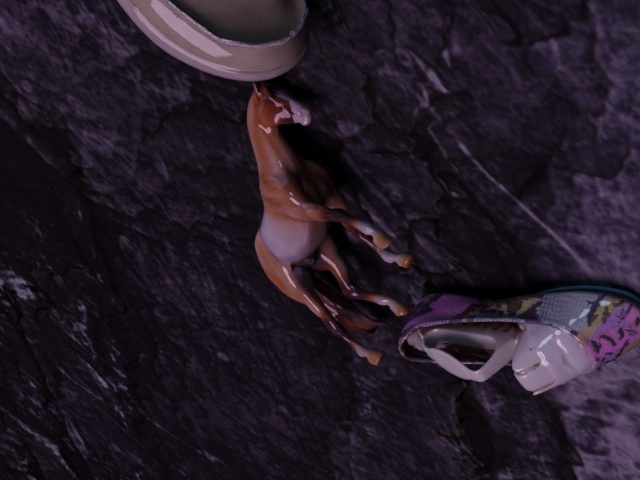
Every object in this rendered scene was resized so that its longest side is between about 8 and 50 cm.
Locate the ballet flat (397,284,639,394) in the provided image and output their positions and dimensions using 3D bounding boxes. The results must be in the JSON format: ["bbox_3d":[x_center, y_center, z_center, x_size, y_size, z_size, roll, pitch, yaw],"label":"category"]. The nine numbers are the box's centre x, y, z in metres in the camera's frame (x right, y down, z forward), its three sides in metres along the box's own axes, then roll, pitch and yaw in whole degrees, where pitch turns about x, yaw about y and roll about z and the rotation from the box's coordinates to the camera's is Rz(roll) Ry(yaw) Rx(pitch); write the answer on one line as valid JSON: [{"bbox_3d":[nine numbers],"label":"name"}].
[{"bbox_3d":[0.152,0.081,1.096,0.221,0.079,0.077,-1,131,44],"label":"ballet flat"}]

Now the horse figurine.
[{"bbox_3d":[0.000,0.000,1.148,0.174,0.066,0.263,38,155,23],"label":"horse figurine"}]

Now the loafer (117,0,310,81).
[{"bbox_3d":[-0.111,-0.219,0.966,0.268,0.102,0.092,41,153,-3],"label":"loafer"}]
